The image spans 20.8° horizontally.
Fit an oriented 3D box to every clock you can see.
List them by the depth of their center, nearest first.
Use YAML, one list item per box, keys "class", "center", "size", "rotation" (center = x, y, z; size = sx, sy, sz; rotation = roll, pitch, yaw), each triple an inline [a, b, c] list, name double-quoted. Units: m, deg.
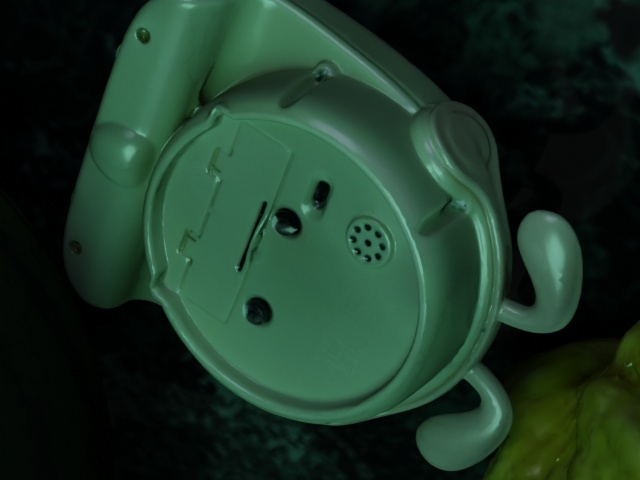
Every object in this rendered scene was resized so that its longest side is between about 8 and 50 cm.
- class: "clock"
  center: [0.000, 0.000, 0.650]
  size: [0.191, 0.062, 0.151]
  rotation: [34, 125, 16]

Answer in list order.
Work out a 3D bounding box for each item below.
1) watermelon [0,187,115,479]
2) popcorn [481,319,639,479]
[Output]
- class: "watermelon"
  center: [-0.218, 0.090, 0.669]
  size: [0.278, 0.279, 0.359]
  rotation: [5, 122, 12]
- class: "popcorn"
  center: [0.154, 0.103, 0.654]
  size: [0.203, 0.226, 0.200]
  rotation: [30, 94, 41]
